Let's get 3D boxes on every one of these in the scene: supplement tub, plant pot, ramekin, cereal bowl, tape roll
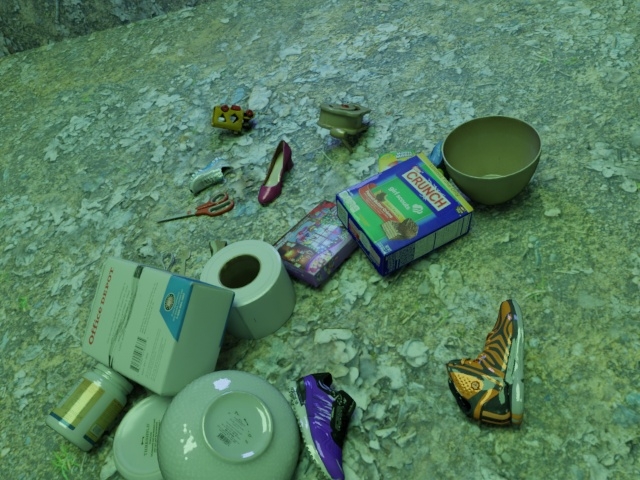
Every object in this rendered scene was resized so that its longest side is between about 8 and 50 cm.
[{"bbox_3d":[-0.618,0.446,1.554,0.144,0.144,0.200,17,56,30],"label":"supplement tub"},{"bbox_3d":[0.521,-0.218,1.756,0.283,0.191,0.284,-9,46,10],"label":"plant pot"},{"bbox_3d":[-0.387,0.505,1.438,0.272,0.127,0.273,-9,47,9],"label":"ramekin"},{"bbox_3d":[-0.199,0.447,1.322,0.338,0.141,0.339,11,51,-14],"label":"cereal bowl"},{"bbox_3d":[-0.208,0.141,1.682,0.246,0.169,0.246,-9,46,10],"label":"tape roll"}]

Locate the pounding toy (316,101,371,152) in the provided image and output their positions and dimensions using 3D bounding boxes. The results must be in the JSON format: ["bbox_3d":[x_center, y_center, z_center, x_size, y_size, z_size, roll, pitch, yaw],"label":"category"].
[{"bbox_3d":[0.070,-0.418,2.117,0.154,0.155,0.269,20,26,19],"label":"pounding toy"}]

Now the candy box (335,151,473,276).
[{"bbox_3d":[0.248,-0.083,1.719,0.317,0.122,0.268,-26,58,-16],"label":"candy box"}]

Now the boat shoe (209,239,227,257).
[{"bbox_3d":[-0.315,0.061,1.864,0.072,0.068,0.190,-12,45,-9],"label":"boat shoe"}]

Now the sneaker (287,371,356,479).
[{"bbox_3d":[0.025,0.434,1.386,0.146,0.102,0.293,-22,46,-4],"label":"sneaker"}]

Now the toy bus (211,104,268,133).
[{"bbox_3d":[-0.346,-0.487,2.338,0.202,0.191,0.105,13,97,28],"label":"toy bus"}]

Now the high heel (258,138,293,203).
[{"bbox_3d":[-0.168,-0.245,2.053,0.082,0.117,0.244,15,55,29],"label":"high heel"}]

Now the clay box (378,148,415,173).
[{"bbox_3d":[0.262,-0.231,1.947,0.127,0.053,0.222,-7,48,11],"label":"clay box"}]

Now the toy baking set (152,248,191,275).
[{"bbox_3d":[-0.527,0.122,1.897,0.256,0.030,0.197,-31,47,-11],"label":"toy baking set"}]

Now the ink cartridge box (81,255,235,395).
[{"bbox_3d":[-0.450,0.222,1.568,0.394,0.166,0.286,12,85,39],"label":"ink cartridge box"}]

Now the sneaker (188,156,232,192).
[{"bbox_3d":[-0.410,-0.240,2.163,0.082,0.071,0.191,31,64,30],"label":"sneaker"}]

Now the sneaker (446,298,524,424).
[{"bbox_3d":[0.397,0.278,1.393,0.180,0.125,0.321,2,50,18],"label":"sneaker"}]

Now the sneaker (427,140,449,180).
[{"bbox_3d":[0.384,-0.240,1.919,0.082,0.069,0.209,-17,45,51],"label":"sneaker"}]

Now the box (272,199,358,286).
[{"bbox_3d":[0.000,0.000,1.796,0.200,0.057,0.293,24,52,33],"label":"box"}]

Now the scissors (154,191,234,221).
[{"bbox_3d":[-0.456,-0.098,2.079,0.297,0.021,0.109,-22,48,-5],"label":"scissors"}]
